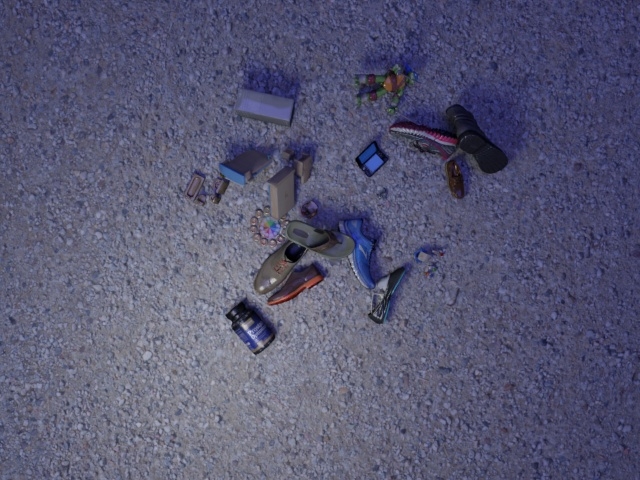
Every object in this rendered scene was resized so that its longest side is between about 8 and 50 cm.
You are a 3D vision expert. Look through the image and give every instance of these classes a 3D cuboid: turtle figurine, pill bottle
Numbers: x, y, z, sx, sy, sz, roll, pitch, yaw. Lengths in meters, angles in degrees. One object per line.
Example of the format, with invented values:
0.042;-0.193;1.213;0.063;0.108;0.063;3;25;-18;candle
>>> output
0.284;-0.631;1.769;0.267;0.198;0.274;-7;76;8;turtle figurine
-0.310;0.380;1.848;0.123;0.123;0.219;-40;94;1;pill bottle

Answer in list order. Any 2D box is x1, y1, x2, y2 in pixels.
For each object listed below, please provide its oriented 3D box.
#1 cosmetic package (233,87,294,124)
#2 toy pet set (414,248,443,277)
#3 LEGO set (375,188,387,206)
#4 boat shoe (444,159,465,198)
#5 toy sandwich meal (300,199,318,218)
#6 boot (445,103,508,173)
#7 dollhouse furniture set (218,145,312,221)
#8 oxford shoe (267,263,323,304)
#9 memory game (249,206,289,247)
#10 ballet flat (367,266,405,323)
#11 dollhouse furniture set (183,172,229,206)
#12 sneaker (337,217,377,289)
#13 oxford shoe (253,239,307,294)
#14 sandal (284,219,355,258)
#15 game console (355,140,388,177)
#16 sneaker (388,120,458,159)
-0.233;-0.565;1.803;0.238;0.127;0.107;15;92;0;cosmetic package
0.473;0.088;1.899;0.114;0.065;0.122;21;96;-37;toy pet set
0.277;-0.189;1.885;0.054;0.023;0.083;-10;93;-1;LEGO set
0.600;-0.269;1.871;0.064;0.060;0.177;-17;93;-1;boat shoe
-0.048;-0.135;1.876;0.086;0.029;0.085;0;93;-2;toy sandwich meal
0.680;-0.445;1.823;0.118;0.338;0.222;-31;49;31;boot
-0.242;-0.277;1.842;0.304;0.198;0.286;27;51;21;dollhouse furniture set
-0.124;0.199;1.870;0.272;0.097;0.098;-28;78;-7;oxford shoe
-0.227;-0.060;1.884;0.187;0.012;0.186;0;93;-2;memory game
0.285;0.235;1.875;0.096;0.095;0.280;22;92;10;ballet flat
-0.502;-0.221;1.812;0.151;0.123;0.144;27;92;-3;dollhouse furniture set
0.188;0.055;1.843;0.147;0.130;0.329;-18;93;2;sneaker
-0.172;0.096;1.833;0.123;0.130;0.348;39;91;-3;oxford shoe
-0.002;0.001;1.743;0.303;0.086;0.120;16;88;-11;sandal
0.226;-0.355;1.852;0.122;0.071;0.107;-43;93;1;game console
0.441;-0.437;1.837;0.300;0.120;0.111;18;122;5;sneaker
